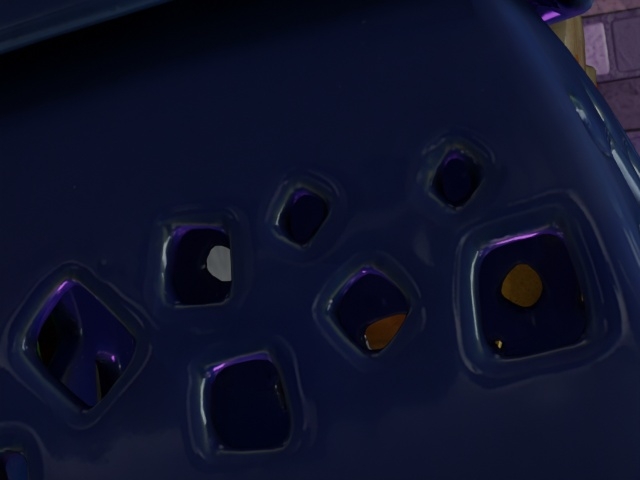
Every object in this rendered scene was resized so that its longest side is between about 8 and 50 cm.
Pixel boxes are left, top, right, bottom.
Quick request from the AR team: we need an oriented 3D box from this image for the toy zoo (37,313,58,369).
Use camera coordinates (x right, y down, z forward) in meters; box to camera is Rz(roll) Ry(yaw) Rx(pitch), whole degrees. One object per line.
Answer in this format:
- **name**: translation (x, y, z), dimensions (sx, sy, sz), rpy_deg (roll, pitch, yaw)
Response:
- **toy zoo**: translation (-0.106, -0.049, 0.581), dimensions (0.293, 0.030, 0.192), rpy_deg (-33, 115, -73)

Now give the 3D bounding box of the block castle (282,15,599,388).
- **block castle**: translation (0.075, 0.096, 0.839), dimensions (0.453, 0.212, 0.303), rpy_deg (62, 28, -53)

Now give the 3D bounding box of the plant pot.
- **plant pot**: translation (0.000, 0.000, 0.471), dimensions (0.236, 0.235, 0.212), rpy_deg (1, 76, -75)
